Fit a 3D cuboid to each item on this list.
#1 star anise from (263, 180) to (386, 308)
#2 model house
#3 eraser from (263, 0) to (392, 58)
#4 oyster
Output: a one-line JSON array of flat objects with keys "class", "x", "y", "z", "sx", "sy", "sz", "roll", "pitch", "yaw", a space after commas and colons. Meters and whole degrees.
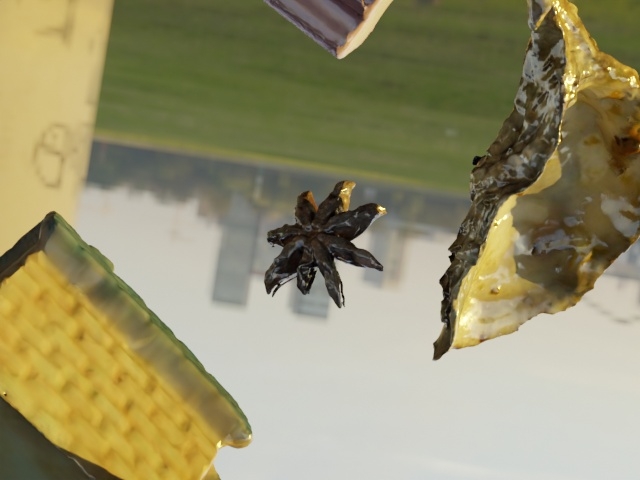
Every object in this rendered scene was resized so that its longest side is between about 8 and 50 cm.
[{"class": "star anise", "x": 0.000, "y": -0.002, "z": 1.677, "sx": 0.141, "sy": 0.141, "sz": 0.042, "roll": 10, "pitch": 156, "yaw": 35}, {"class": "model house", "x": -0.304, "y": 0.228, "z": 1.995, "sx": 0.395, "sy": 0.445, "sz": 0.400, "roll": 43, "pitch": -143, "yaw": -10}, {"class": "eraser", "x": -0.035, "y": -0.406, "z": 1.838, "sx": 0.359, "sy": 0.272, "sz": 0.122, "roll": 39, "pitch": -154, "yaw": 4}, {"class": "oyster", "x": 0.213, "y": -0.055, "z": 1.586, "sx": 0.204, "sy": 0.396, "sz": 0.111, "roll": -4, "pitch": -142, "yaw": -29}]
